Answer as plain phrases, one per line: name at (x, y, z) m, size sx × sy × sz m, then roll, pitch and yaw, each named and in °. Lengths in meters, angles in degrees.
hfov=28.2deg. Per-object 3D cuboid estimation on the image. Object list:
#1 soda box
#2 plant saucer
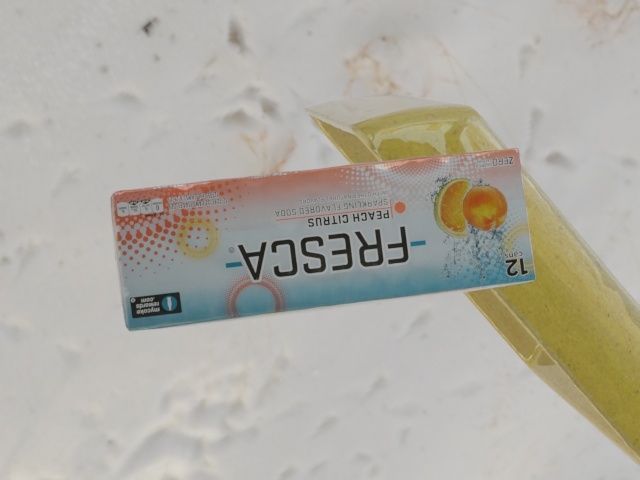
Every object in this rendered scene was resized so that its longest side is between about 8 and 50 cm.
soda box at (0.000, 0.000, 0.573) m, size 0.183 × 0.058 × 0.063 m, roll -6°, pitch 88°, yaw -8°
plant saucer at (0.138, 0.001, 1.008) m, size 0.081 × 0.333 × 0.333 m, roll -42°, pitch 101°, yaw 1°
